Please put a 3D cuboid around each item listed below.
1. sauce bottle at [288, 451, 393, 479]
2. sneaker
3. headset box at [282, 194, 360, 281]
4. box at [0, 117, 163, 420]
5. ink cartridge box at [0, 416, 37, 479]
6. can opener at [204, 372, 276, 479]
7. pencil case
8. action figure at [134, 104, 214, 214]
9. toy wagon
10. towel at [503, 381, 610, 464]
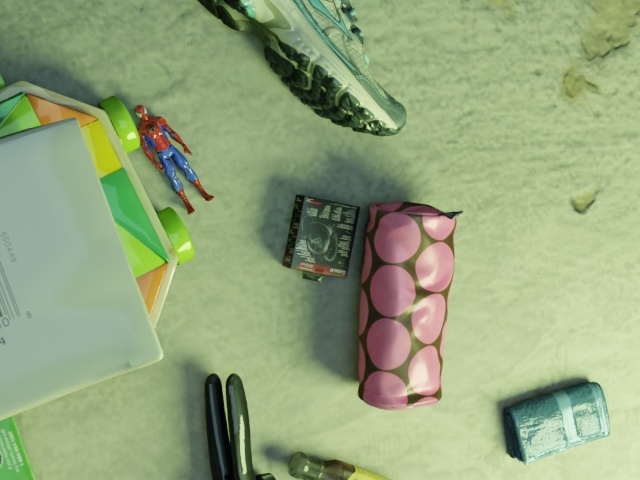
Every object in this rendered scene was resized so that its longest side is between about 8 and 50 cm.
[{"bbox_3d":[0.028,0.252,1.223,0.128,0.042,0.042,22,87,-18],"label":"sauce bottle"},{"bbox_3d":[-0.003,-0.220,1.143,0.283,0.110,0.122,44,77,-16],"label":"sneaker"},{"bbox_3d":[0.000,0.000,1.199,0.062,0.032,0.083,10,92,-18],"label":"headset box"},{"bbox_3d":[-0.271,0.024,0.873,0.215,0.345,0.168,-21,100,-15],"label":"box"},{"bbox_3d":[-0.359,0.250,1.069,0.208,0.087,0.153,-19,100,-17],"label":"ink cartridge box"},{"bbox_3d":[-0.087,0.223,1.183,0.059,0.073,0.186,-11,96,22],"label":"can opener"},{"bbox_3d":[0.092,0.066,1.208,0.098,0.095,0.209,3,96,-39],"label":"pencil case"},{"bbox_3d":[-0.146,-0.082,1.148,0.038,0.030,0.115,-35,102,-8],"label":"action figure"},{"bbox_3d":[-0.285,-0.036,1.083,0.267,0.068,0.344,-28,102,-15],"label":"toy wagon"},{"bbox_3d":[0.261,0.199,1.302,0.119,0.029,0.067,-14,97,-17],"label":"towel"}]
